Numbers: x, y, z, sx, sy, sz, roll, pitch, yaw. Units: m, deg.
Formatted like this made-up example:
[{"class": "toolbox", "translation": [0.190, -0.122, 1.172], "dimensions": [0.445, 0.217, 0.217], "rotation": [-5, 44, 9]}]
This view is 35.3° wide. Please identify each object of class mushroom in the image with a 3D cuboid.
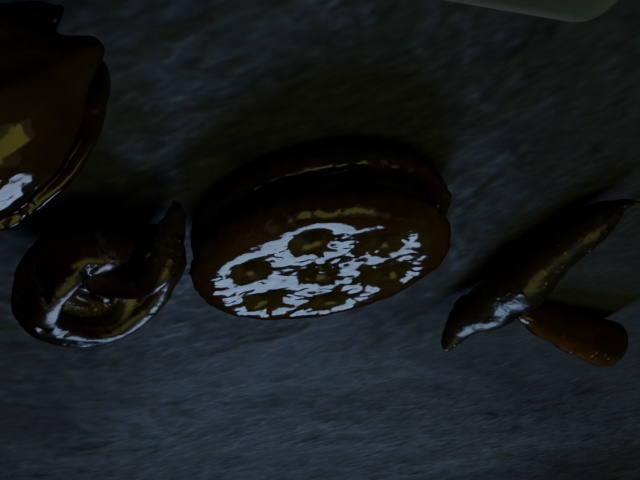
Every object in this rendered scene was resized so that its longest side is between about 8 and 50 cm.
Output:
[{"class": "mushroom", "translation": [-0.161, 0.021, 0.769], "dimensions": [0.171, 0.080, 0.135], "rotation": [-32, 161, 31]}]

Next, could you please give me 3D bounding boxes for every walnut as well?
[{"class": "walnut", "translation": [-0.218, -0.055, 0.530], "dimensions": [0.245, 0.137, 0.137], "rotation": [-13, 155, 15]}]

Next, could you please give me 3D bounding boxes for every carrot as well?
[{"class": "carrot", "translation": [0.285, 0.102, 1.183], "dimensions": [0.061, 0.061, 0.210], "rotation": [-33, 143, 33]}]

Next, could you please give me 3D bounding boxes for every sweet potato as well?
[{"class": "sweet potato", "translation": [0.206, 0.035, 0.999], "dimensions": [0.067, 0.067, 0.274], "rotation": [6, 146, -34]}]

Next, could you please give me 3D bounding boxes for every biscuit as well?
[{"class": "biscuit", "translation": [0.000, 0.000, 0.823], "dimensions": [0.221, 0.066, 0.220], "rotation": [-8, 154, -4]}]

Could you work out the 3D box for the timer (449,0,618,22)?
[{"class": "timer", "translation": [0.044, -0.206, 0.295], "dimensions": [0.194, 0.192, 0.195], "rotation": [1, 150, -28]}]
